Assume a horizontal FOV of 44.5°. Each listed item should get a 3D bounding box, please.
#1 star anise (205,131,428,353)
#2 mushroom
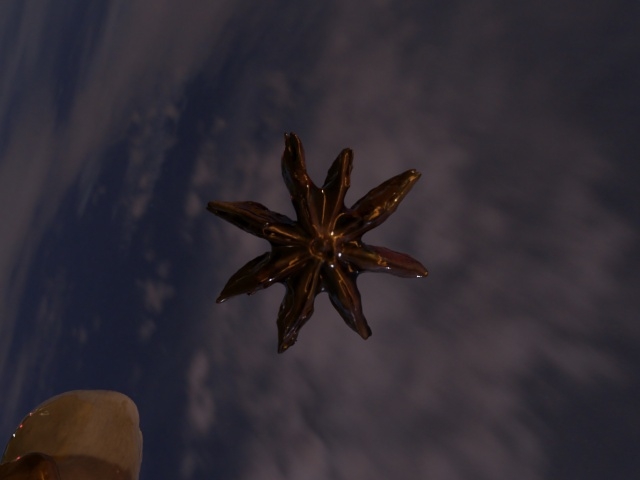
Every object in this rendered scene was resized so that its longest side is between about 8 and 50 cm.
[{"bbox_3d":[0.000,-0.001,0.926,0.288,0.288,0.088,-64,-161,10],"label":"star anise"},{"bbox_3d":[-0.173,0.155,0.511,0.212,0.097,0.088,-68,147,-82],"label":"mushroom"}]
